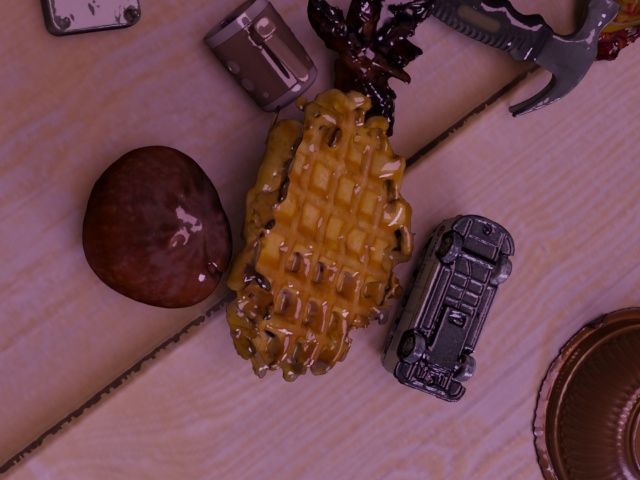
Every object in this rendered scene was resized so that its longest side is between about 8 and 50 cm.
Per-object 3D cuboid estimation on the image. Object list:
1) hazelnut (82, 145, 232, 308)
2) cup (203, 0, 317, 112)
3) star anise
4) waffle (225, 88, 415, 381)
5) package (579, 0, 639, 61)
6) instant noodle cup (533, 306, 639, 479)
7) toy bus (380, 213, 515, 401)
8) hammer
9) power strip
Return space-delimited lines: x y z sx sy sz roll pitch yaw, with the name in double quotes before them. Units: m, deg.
"hazelnut" -0.149 -0.012 1.019 0.143 0.143 0.154 -7 96 -21
"cup" -0.047 -0.185 1.065 0.099 0.102 0.074 51 53 -19
"star anise" 0.060 -0.202 1.112 0.157 0.053 0.212 -37 135 -21
"waffle" 0.003 0.001 1.071 0.262 0.060 0.280 -39 129 -37
"package" 0.398 -0.343 1.195 0.223 0.108 0.288 -14 142 -18
"instant noodle cup" 0.387 0.216 1.276 0.274 0.091 0.274 -2 95 -21
"toy bus" 0.133 0.066 1.161 0.087 0.089 0.193 23 86 -21
"hammer" 0.189 -0.235 1.168 0.226 0.041 0.158 27 108 -13
"power strip" -0.252 -0.295 0.995 0.145 0.061 0.215 -13 98 -22
